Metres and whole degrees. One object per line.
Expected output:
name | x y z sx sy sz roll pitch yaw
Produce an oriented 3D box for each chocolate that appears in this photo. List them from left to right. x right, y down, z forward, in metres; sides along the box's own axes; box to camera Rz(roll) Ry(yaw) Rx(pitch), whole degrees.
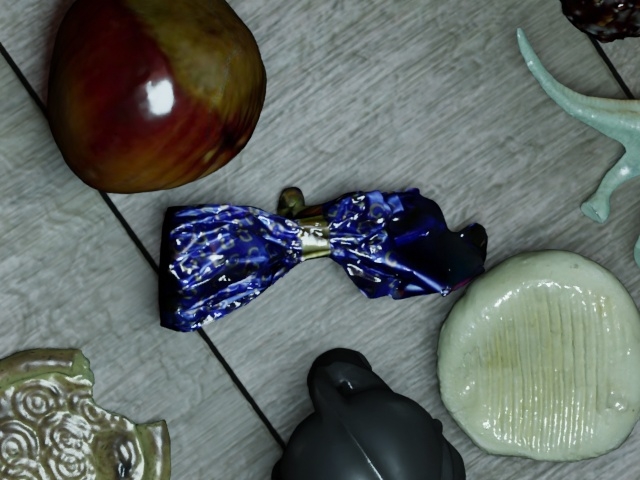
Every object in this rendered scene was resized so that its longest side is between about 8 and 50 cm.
chocolate | 0.004 0.001 1.619 0.343 0.126 0.148 -7 50 -13
chocolate | 0.317 -0.276 1.659 0.156 0.133 0.156 0 92 -10

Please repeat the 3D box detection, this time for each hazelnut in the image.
hazelnut | -0.164 -0.144 1.545 0.229 0.229 0.229 0 90 -9

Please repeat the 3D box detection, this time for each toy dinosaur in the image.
toy dinosaur | 0.341 -0.086 1.682 0.393 0.092 0.205 40 84 -6

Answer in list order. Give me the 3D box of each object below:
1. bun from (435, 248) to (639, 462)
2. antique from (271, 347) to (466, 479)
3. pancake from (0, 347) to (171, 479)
bun | 0.221 0.110 1.640 0.231 0.133 0.231 2 110 6
antique | 0.061 0.268 1.556 0.185 0.255 0.322 -28 96 -11
pancake | -0.260 0.219 1.615 0.235 0.029 0.212 34 86 -6
